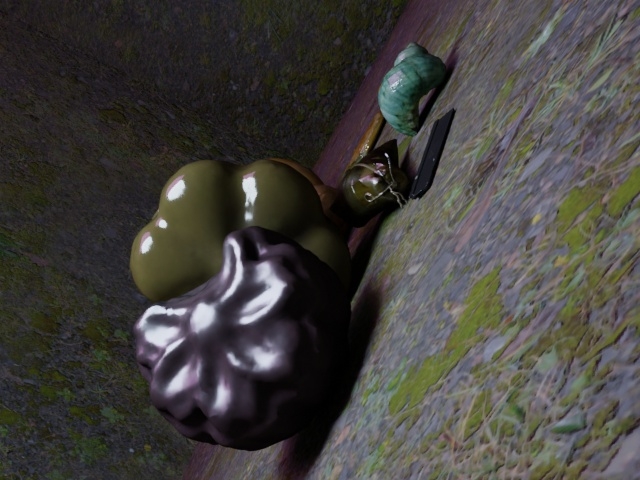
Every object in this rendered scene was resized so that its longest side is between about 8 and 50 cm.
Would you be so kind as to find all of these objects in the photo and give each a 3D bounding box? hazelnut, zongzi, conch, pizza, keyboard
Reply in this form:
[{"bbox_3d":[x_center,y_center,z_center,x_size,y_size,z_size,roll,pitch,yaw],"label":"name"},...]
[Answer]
[{"bbox_3d":[-0.011,-0.044,1.881,0.214,0.176,0.215,15,-90,-70],"label":"hazelnut"},{"bbox_3d":[0.140,-0.158,1.449,0.241,0.111,0.247,-60,10,-19],"label":"zongzi"},{"bbox_3d":[0.202,-0.341,1.570,0.188,0.121,0.176,-60,-17,2],"label":"conch"},{"bbox_3d":[0.137,-0.292,2.241,0.262,0.034,0.181,-56,10,49],"label":"pizza"},{"bbox_3d":[0.206,-0.159,1.288,0.060,0.018,0.196,-40,24,57],"label":"keyboard"}]

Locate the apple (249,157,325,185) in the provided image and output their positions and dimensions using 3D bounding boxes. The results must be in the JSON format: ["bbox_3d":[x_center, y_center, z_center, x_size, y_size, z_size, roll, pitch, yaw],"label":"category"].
[{"bbox_3d":[-0.158,-0.106,2.511,0.392,0.346,0.391,-60,13,25],"label":"apple"}]

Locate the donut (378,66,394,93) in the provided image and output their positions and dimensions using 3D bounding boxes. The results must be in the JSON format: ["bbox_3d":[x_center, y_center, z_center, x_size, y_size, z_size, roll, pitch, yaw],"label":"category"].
[{"bbox_3d":[0.224,-0.466,2.059,0.146,0.078,0.181,-53,11,46],"label":"donut"}]

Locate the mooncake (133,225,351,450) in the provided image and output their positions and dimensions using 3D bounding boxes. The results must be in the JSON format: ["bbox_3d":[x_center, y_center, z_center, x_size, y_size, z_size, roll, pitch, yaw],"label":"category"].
[{"bbox_3d":[-0.130,0.173,1.213,0.381,0.350,0.212,-48,-30,4],"label":"mooncake"}]

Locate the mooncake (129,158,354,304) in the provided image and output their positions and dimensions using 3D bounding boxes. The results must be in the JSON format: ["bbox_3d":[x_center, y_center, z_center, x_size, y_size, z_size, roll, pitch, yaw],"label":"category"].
[{"bbox_3d":[-0.167,0.046,1.502,0.467,0.466,0.262,-63,6,6],"label":"mooncake"}]
